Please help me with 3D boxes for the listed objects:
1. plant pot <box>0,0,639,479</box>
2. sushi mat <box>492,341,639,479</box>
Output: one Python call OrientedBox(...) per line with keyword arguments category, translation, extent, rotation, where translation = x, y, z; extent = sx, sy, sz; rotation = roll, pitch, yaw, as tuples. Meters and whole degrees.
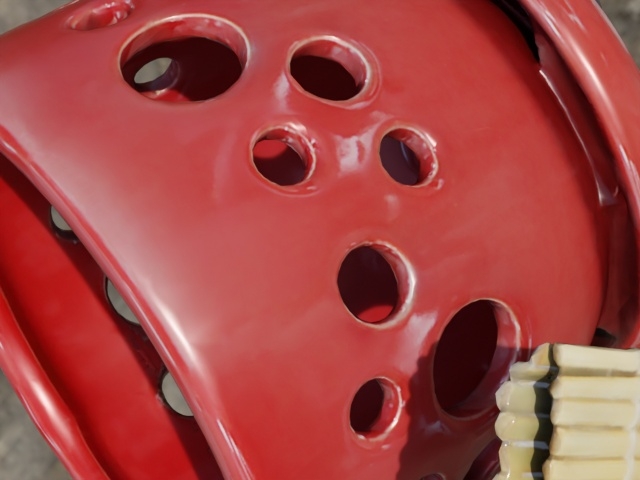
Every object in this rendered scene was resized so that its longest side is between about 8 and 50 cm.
OrientedBox(category="plant pot", translation=(0.000, 0.000, 0.563), extent=(0.174, 0.191, 0.191), rotation=(-30, 31, -20))
OrientedBox(category="sushi mat", translation=(0.155, 0.106, 0.475), extent=(0.019, 0.316, 0.151), rotation=(12, 94, 52))
